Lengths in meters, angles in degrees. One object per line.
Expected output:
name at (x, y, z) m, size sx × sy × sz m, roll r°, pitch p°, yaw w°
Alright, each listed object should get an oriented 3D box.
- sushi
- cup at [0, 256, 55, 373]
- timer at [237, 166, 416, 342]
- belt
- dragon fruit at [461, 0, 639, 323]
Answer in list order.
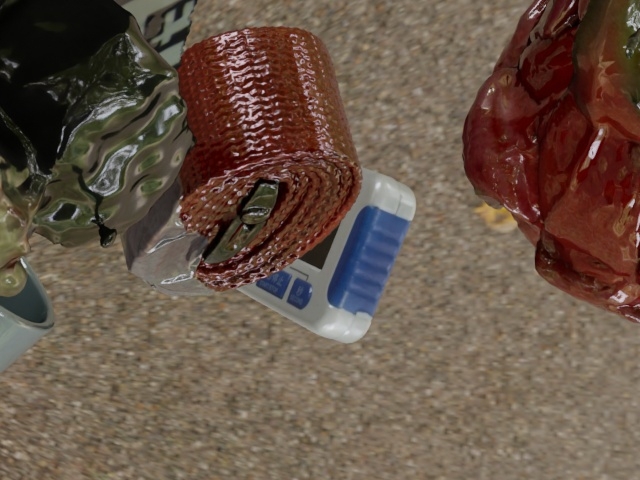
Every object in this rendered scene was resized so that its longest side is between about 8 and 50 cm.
sushi at (-0.171, -0.006, 0.603) m, size 0.373 × 0.296 × 0.100 m, roll -31°, pitch 75°, yaw -27°
cup at (-0.359, 0.081, 0.927) m, size 0.312 × 0.205 × 0.205 m, roll -41°, pitch 104°, yaw 2°
timer at (0.000, 0.000, 1.488) m, size 0.078 × 0.253 × 0.178 m, roll 22°, pitch 92°, yaw -31°
belt at (-0.060, -0.055, 0.904) m, size 0.128 × 0.201 × 0.124 m, roll 3°, pitch 60°, yaw -32°
dragon fruit at (0.168, -0.064, 0.641) m, size 0.293 × 0.234 × 0.233 m, roll 9°, pitch 82°, yaw -59°
